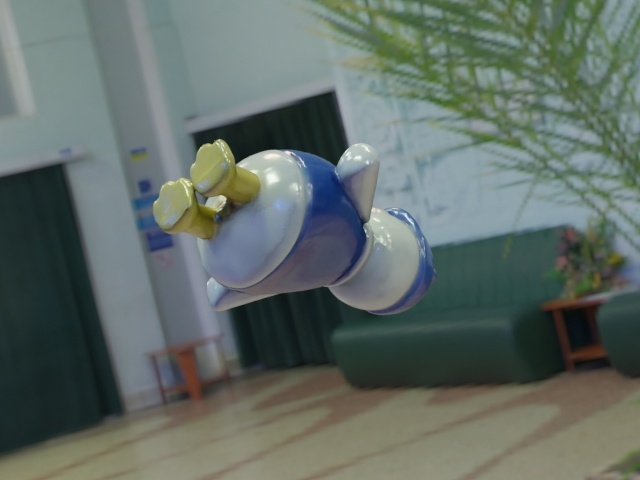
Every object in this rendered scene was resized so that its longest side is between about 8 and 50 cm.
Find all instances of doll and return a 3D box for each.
[{"bbox_3d":[0.000,0.000,0.520,0.143,0.057,0.099,19,-52,-42],"label":"doll"}]
